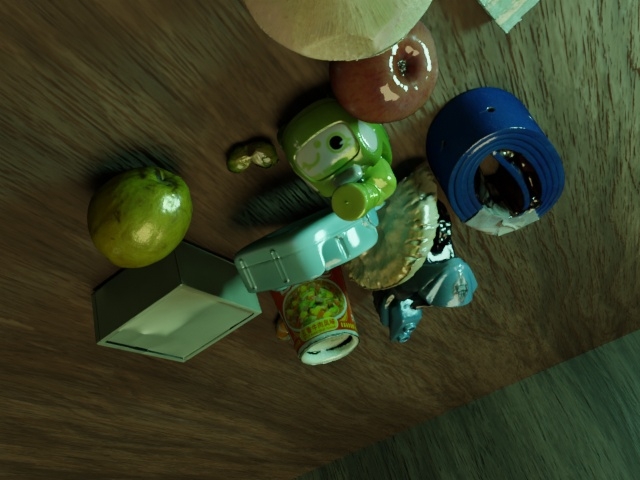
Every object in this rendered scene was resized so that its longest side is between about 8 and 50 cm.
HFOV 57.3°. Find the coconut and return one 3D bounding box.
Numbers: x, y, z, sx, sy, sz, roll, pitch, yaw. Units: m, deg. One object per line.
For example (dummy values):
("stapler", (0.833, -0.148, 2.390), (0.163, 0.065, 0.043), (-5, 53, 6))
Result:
("coconut", (0.022, -0.286, 0.584), (0.224, 0.224, 0.234), (-25, -177, 8))

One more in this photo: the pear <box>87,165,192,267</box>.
("pear", (-0.273, -0.039, 0.890), (0.162, 0.148, 0.149), (-43, 141, 20))

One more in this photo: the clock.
("clock", (0.000, 0.000, 1.046), (0.274, 0.094, 0.224), (-26, -174, -36))

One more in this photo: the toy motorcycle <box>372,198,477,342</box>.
("toy motorcycle", (0.206, 0.098, 1.271), (0.172, 0.232, 0.416), (-10, 147, -22))

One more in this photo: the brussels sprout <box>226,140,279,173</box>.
("brussels sprout", (-0.110, -0.132, 0.933), (0.084, 0.046, 0.051), (-15, 141, -6))

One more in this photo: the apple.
("apple", (0.089, -0.234, 0.795), (0.154, 0.120, 0.153), (-7, 110, -21))

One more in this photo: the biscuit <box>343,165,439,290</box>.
("biscuit", (0.135, -0.003, 1.130), (0.084, 0.179, 0.281), (5, 140, -34))

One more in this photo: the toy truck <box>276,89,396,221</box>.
("toy truck", (0.045, -0.115, 0.913), (0.148, 0.210, 0.187), (-34, 162, 19))

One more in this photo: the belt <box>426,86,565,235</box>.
("belt", (0.327, -0.134, 1.096), (0.213, 0.117, 0.347), (-33, 145, 17))

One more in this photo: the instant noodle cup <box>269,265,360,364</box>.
("instant noodle cup", (-0.011, 0.136, 1.230), (0.193, 0.212, 0.193), (-14, 147, -9))

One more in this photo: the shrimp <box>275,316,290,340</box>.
("shrimp", (-0.030, 0.193, 1.471), (0.166, 0.049, 0.161), (-6, 145, -34))

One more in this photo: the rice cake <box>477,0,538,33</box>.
("rice cake", (0.300, -0.387, 0.777), (0.211, 0.038, 0.124), (-39, 143, 26))

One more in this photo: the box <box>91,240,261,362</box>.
("box", (-0.281, 0.122, 1.155), (0.225, 0.117, 0.225), (-33, 146, 19))
